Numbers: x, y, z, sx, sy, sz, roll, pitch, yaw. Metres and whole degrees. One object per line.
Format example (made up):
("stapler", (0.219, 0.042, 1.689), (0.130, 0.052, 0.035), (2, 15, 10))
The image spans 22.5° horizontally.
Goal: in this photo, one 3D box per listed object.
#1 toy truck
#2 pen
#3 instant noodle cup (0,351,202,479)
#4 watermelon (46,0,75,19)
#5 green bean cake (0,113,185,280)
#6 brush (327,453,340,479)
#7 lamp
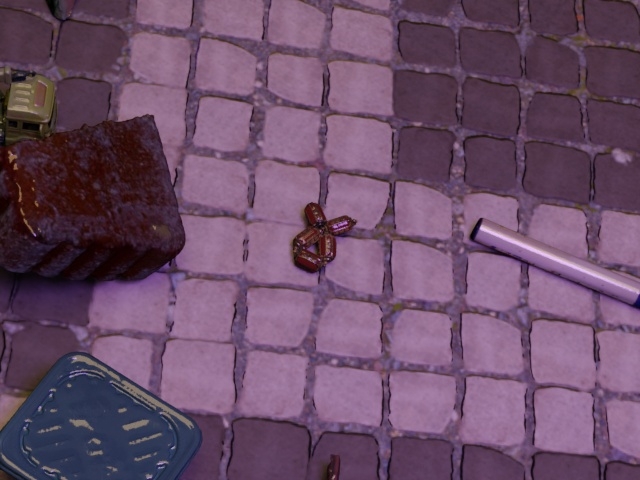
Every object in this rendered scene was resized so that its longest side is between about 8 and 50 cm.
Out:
("toy truck", (-0.383, -0.159, 1.824), (0.169, 0.100, 0.077), (8, 61, -7))
("pen", (0.305, 0.035, 1.900), (0.269, 0.033, 0.033), (23, 59, 1))
("instant noodle cup", (-0.229, 0.219, 1.659), (0.179, 0.070, 0.157), (31, 58, 7))
("watermelon", (-0.302, -0.347, 1.968), (0.080, 0.101, 0.155), (29, 68, -8))
("green bean cake", (-0.268, -0.054, 1.749), (0.233, 0.097, 0.198), (1, 62, -45))
("brush", (-0.010, 0.351, 1.630), (0.071, 0.084, 0.301), (16, 53, -1))
("lamp", (0.000, 0.000, 1.858), (0.063, 0.031, 0.083), (22, 62, 3))
